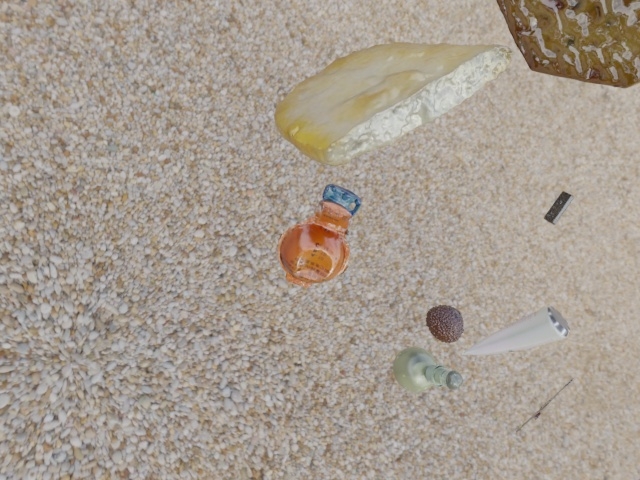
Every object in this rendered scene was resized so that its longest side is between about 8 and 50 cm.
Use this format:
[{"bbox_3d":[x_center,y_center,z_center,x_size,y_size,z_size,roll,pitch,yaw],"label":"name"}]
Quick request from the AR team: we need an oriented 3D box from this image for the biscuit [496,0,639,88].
[{"bbox_3d":[0.430,-0.397,0.602,0.046,0.359,0.359,-24,89,-47],"label":"biscuit"}]

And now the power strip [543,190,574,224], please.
[{"bbox_3d":[0.786,-0.108,1.428,0.029,0.038,0.111,19,106,-42],"label":"power strip"}]

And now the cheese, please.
[{"bbox_3d":[0.000,0.000,1.215,0.217,0.329,0.129,22,25,-10],"label":"cheese"}]

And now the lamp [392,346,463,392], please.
[{"bbox_3d":[0.213,0.261,0.852,0.091,0.163,0.090,2,84,-26],"label":"lamp"}]

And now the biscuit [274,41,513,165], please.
[{"bbox_3d":[0.099,-0.316,0.962,0.429,0.446,0.104,-38,128,-14],"label":"biscuit"}]

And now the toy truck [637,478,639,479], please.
[{"bbox_3d":[0.599,0.483,0.766,0.253,0.114,0.107,-14,127,-18],"label":"toy truck"}]

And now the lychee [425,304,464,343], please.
[{"bbox_3d":[0.411,0.271,1.429,0.129,0.123,0.123,32,56,21],"label":"lychee"}]

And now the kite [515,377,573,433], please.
[{"bbox_3d":[0.589,0.440,1.144,0.250,0.229,0.012,7,34,-53],"label":"kite"}]

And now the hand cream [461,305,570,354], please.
[{"bbox_3d":[0.699,0.354,1.562,0.186,0.359,0.118,8,54,-42],"label":"hand cream"}]
